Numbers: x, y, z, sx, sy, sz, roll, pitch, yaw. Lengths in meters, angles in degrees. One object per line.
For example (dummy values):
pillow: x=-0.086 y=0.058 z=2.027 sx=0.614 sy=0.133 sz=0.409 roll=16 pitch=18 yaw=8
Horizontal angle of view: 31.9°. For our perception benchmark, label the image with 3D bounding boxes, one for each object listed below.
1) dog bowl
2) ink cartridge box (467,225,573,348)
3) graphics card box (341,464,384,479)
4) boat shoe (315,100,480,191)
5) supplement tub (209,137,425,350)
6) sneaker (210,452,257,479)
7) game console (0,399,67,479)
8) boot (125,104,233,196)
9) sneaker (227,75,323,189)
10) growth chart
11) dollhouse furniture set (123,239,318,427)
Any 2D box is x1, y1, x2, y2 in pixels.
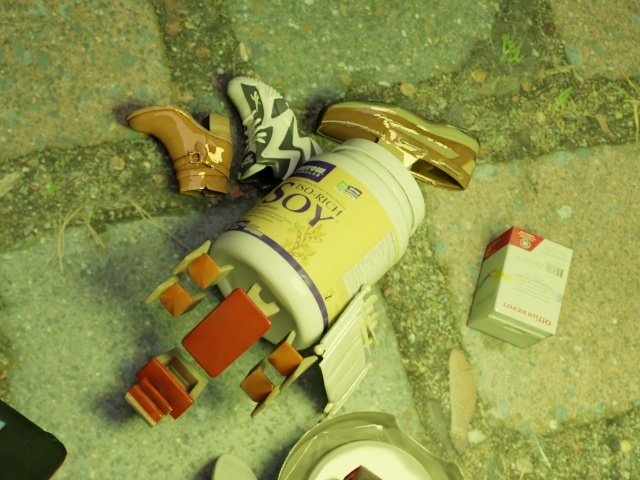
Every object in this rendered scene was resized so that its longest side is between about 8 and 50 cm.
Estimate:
dog bowl: x=0.076 y=0.463 z=1.867 sx=0.348 sy=0.102 sz=0.349 roll=6 pitch=69 yaw=-16
ink cartridge box: x=0.368 y=0.090 z=2.075 sx=0.128 sy=0.127 sz=0.176 roll=23 pitch=66 yaw=-10
graphics card box: x=0.060 y=0.551 z=1.683 sx=0.232 sy=0.094 sz=0.371 roll=37 pitch=53 yaw=-2
boat shoe: x=0.148 y=-0.173 z=2.104 sx=0.323 sy=0.122 sz=0.120 roll=13 pitch=71 yaw=-12
supplement tub: x=0.000 y=0.000 z=1.926 sx=0.241 sy=0.241 sz=0.331 roll=46 pitch=63 yaw=2
sneaker: x=-0.163 y=0.484 z=1.785 sx=0.104 sy=0.147 sz=0.296 roll=26 pitch=32 yaw=-29
game console: x=-0.622 y=0.322 z=1.656 sx=0.386 sy=0.060 sz=0.342 roll=35 pitch=50 yaw=2
boot: x=-0.251 y=-0.156 z=1.998 sx=0.197 sy=0.073 sz=0.153 roll=4 pitch=74 yaw=-14
sneaker: x=-0.115 y=-0.180 z=2.029 sx=0.235 sy=0.094 sz=0.153 roll=52 pitch=53 yaw=-6
growth chart: x=0.048 y=0.193 z=1.899 sx=0.021 sy=0.237 sz=0.172 roll=26 pitch=56 yaw=26
dollhouse furniture set: x=-0.184 y=0.179 z=1.786 sx=0.262 sy=0.259 sz=0.135 roll=47 pitch=26 yaw=2
